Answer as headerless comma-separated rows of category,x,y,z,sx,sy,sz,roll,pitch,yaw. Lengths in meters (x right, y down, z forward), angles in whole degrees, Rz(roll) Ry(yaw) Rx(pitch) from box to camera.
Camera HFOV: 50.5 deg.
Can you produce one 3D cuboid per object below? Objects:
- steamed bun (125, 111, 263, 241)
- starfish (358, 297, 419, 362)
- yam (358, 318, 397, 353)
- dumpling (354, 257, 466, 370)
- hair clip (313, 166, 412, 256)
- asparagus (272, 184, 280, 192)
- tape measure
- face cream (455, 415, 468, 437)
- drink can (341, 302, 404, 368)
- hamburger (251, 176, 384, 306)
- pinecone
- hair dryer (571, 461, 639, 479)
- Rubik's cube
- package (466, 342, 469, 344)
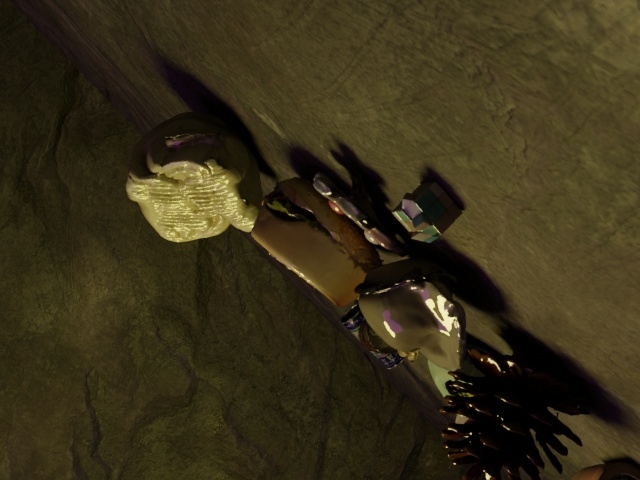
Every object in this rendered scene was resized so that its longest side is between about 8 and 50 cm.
steamed bun,-0.285,-0.172,1.657,0.346,0.238,0.394,20,146,-23
starfish,0.121,0.130,1.681,0.432,0.082,0.324,42,161,-2
yam,0.178,0.264,1.948,0.131,0.131,0.280,43,173,4
dumpling,0.155,0.134,1.205,0.163,0.205,0.293,0,-178,-21
hair clip,0.075,-0.049,1.196,0.146,0.075,0.257,36,172,42
asparagus,-0.111,-0.113,1.801,0.036,0.030,0.165,16,169,0
tape measure,0.305,0.265,1.441,0.215,0.098,0.351,10,144,51
face cream,0.506,0.586,2.136,0.154,0.096,0.274,33,179,35
drink can,0.179,0.318,2.268,0.235,0.097,0.097,47,170,-12
hamburger,0.000,0.000,1.387,0.302,0.170,0.302,39,179,1
pinecone,0.329,0.322,1.206,0.264,0.264,0.264,42,170,9
hair dryer,0.655,0.575,1.300,0.352,0.125,0.210,41,169,20
Rubik's cube,0.143,-0.035,0.945,0.075,0.073,0.084,43,169,6
package,0.369,0.285,1.548,0.200,0.022,0.083,47,169,-11
